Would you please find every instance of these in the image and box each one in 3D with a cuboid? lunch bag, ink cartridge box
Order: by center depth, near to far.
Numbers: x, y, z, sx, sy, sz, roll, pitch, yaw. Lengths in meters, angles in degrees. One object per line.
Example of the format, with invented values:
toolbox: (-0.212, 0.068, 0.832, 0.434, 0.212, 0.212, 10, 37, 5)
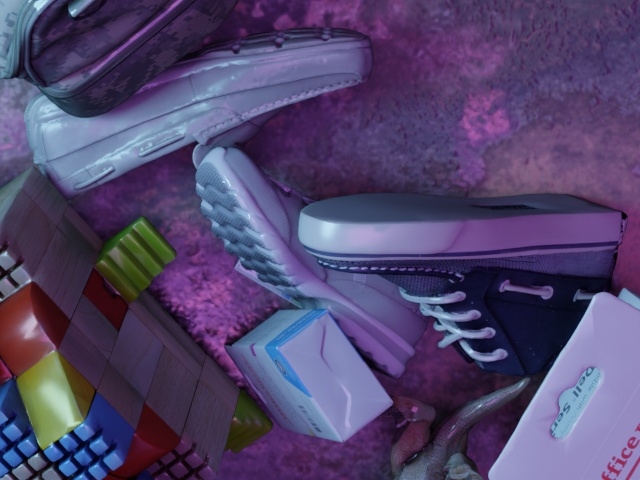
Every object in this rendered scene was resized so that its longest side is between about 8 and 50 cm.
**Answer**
lunch bag: (-0.237, -0.277, 1.409, 0.212, 0.256, 0.305, -37, 77, 1)
ink cartridge box: (0.321, 0.184, 1.556, 0.353, 0.119, 0.207, 28, 98, -18)
ink cartridge box: (-0.015, 0.119, 1.566, 0.061, 0.181, 0.104, -37, 99, -17)

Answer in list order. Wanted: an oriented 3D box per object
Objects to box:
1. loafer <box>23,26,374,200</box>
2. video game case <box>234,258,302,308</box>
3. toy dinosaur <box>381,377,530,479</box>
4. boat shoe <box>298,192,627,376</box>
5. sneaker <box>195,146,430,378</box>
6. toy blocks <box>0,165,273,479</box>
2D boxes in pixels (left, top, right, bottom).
loafer: (-0.103, -0.115, 1.555, 0.319, 0.112, 0.111, -13, 104, 7)
video game case: (-0.007, 0.020, 1.623, 0.122, 0.011, 0.087, 31, 95, -6)
toy dinosaur: (0.096, 0.250, 1.592, 0.127, 0.200, 0.296, 24, 82, 22)
boat shoe: (0.126, 0.045, 1.522, 0.340, 0.127, 0.158, -1, 103, -32)
sneaker: (0.000, 0.000, 1.562, 0.281, 0.105, 0.115, 45, 75, -30)
toy blocks: (-0.213, 0.120, 1.475, 0.190, 0.261, 0.381, -34, 109, 21)
